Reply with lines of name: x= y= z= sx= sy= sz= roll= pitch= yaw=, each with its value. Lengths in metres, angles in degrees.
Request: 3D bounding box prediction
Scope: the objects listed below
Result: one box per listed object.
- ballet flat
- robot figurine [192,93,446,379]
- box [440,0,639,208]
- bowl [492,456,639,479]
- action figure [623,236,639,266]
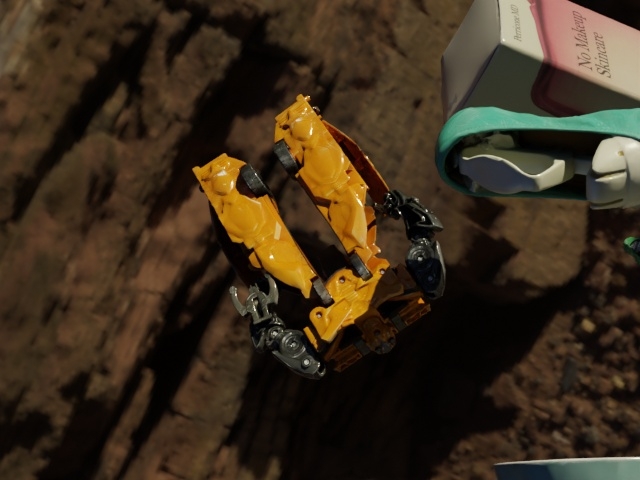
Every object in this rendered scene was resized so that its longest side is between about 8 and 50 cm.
ballet flat: x=0.205 y=-0.059 z=0.958 sx=0.247 sy=0.083 sz=0.087 roll=5 pitch=38 yaw=27
robot figurine: x=0.000 y=0.000 z=1.164 sx=0.211 sy=0.085 sz=0.291 roll=-34 pitch=58 yaw=3
box: x=0.255 y=-0.156 z=1.233 sx=0.148 sy=0.232 sz=0.127 roll=-86 pitch=20 yaw=-49
bowl: x=0.402 y=0.389 z=1.661 sx=0.311 sy=0.311 sz=0.163 roll=-19 pitch=69 yaw=52
action figure: x=0.502 y=0.038 z=1.531 sx=0.063 sy=0.232 sz=0.137 roll=77 pitch=-151 yaw=-80
